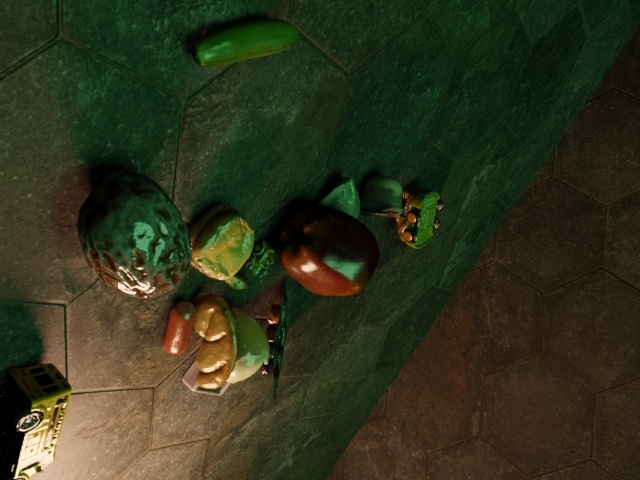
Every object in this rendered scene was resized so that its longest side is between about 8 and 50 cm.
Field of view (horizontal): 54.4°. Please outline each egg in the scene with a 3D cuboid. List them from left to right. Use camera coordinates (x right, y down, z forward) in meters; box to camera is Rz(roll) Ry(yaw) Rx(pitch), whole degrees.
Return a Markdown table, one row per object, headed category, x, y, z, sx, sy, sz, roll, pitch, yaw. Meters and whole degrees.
| category | x | y | z | sx | sy | sz | roll | pitch | yaw |
| --- | --- | --- | --- | --- | --- | --- | --- | --- | --- |
| egg | -0.269 | 0.328 | 1.982 | 0.201 | 0.245 | 0.201 | -19 | -178 | 1 |

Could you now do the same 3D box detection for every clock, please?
| category | x | y | z | sx | sy | sz | roll | pitch | yaw |
| --- | --- | --- | --- | --- | --- | --- | --- | --- | --- |
| clock | -0.365 | 0.451 | 2.136 | 0.150 | 0.063 | 0.197 | -52 | 151 | -1 |

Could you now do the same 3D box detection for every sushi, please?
| category | x | y | z | sx | sy | sz | roll | pitch | yaw |
| --- | --- | --- | --- | --- | --- | --- | --- | --- | --- |
| sushi | -0.173 | 0.350 | 2.195 | 0.339 | 0.068 | 0.320 | 93 | 4 | -48 |

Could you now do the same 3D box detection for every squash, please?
| category | x | y | z | sx | sy | sz | roll | pitch | yaw |
| --- | --- | --- | --- | --- | --- | --- | --- | --- | --- |
| squash | -0.171 | -0.448 | 1.402 | 0.292 | 0.082 | 0.082 | -26 | 142 | -36 |

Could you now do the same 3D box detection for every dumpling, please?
| category | x | y | z | sx | sy | sz | roll | pitch | yaw |
| --- | --- | --- | --- | --- | --- | --- | --- | --- | --- |
| dumpling | 0.068 | -0.120 | 2.076 | 0.149 | 0.104 | 0.217 | -45 | 155 | -27 |

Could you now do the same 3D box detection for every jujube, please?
| category | x | y | z | sx | sy | sz | roll | pitch | yaw |
| --- | --- | --- | --- | --- | --- | --- | --- | --- | --- |
| jujube | -0.404 | -0.012 | 1.387 | 0.215 | 0.247 | 0.308 | -4 | 157 | 2 |

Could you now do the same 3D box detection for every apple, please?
| category | x | y | z | sx | sy | sz | roll | pitch | yaw |
| --- | --- | --- | --- | --- | --- | --- | --- | --- | --- |
| apple | 0.025 | 0.034 | 1.990 | 0.316 | 0.288 | 0.288 | 32 | 96 | -36 |

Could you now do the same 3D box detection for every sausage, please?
| category | x | y | z | sx | sy | sz | roll | pitch | yaw |
| --- | --- | --- | --- | --- | --- | --- | --- | --- | --- |
| sausage | -0.417 | 0.259 | 1.842 | 0.077 | 0.077 | 0.194 | -16 | 136 | -47 |

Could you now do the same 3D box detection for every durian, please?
| category | x | y | z | sx | sy | sz | roll | pitch | yaw |
| --- | --- | --- | --- | --- | --- | --- | --- | --- | --- |
| durian | -0.261 | 0.115 | 1.955 | 0.066 | 0.052 | 0.130 | -14 | 147 | 10 |

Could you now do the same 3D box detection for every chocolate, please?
| category | x | y | z | sx | sy | sz | roll | pitch | yaw |
| --- | --- | --- | --- | --- | --- | --- | --- | --- | --- |
| chocolate | 0.219 | -0.155 | 2.201 | 0.221 | 0.221 | 0.147 | -5 | 105 | -53 |

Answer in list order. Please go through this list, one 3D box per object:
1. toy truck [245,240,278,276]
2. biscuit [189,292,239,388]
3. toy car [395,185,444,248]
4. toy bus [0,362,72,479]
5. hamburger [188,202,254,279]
| category | x | y | z | sx | sy | sz | roll | pitch | yaw |
| --- | --- | --- | --- | --- | --- | --- | --- | --- | --- |
| toy truck | -0.182 | 0.063 | 1.953 | 0.111 | 0.077 | 0.076 | -54 | 151 | 4 |
| biscuit | -0.315 | 0.305 | 1.863 | 0.045 | 0.154 | 0.299 | -29 | 118 | -66 |
| toy car | 0.384 | -0.098 | 2.516 | 0.200 | 0.142 | 0.248 | -21 | 129 | -43 |
| toy bus | -0.733 | 0.475 | 1.555 | 0.151 | 0.145 | 0.331 | -10 | 129 | -52 |
| hamburger | -0.277 | 0.009 | 1.727 | 0.213 | 0.108 | 0.214 | -37 | 148 | -28 |
